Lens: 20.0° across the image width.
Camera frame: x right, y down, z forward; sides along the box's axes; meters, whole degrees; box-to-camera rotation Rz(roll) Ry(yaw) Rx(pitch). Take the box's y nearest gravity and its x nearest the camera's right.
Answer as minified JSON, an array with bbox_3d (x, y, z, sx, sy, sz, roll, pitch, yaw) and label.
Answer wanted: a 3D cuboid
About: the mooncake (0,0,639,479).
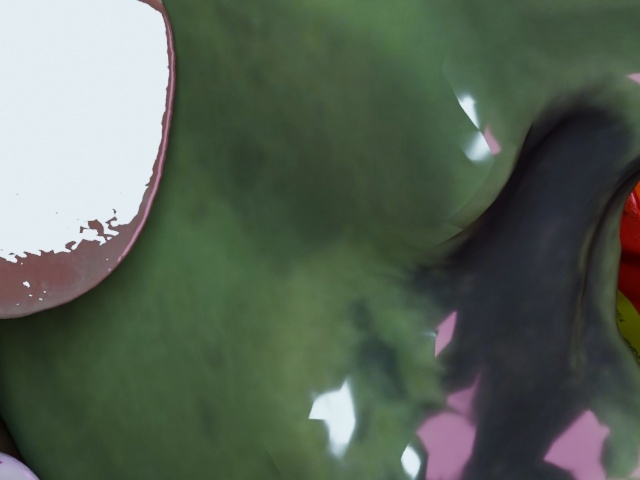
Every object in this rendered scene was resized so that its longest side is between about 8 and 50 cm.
[{"bbox_3d":[0.000,0.000,0.771,0.187,0.351,0.351,-18,111,-43],"label":"mooncake"}]

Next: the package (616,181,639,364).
[{"bbox_3d":[0.177,0.005,1.040,0.423,0.196,0.123,44,62,-35],"label":"package"}]

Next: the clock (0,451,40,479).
[{"bbox_3d":[-0.255,0.079,0.685,0.295,0.113,0.322,-31,117,-38],"label":"clock"}]

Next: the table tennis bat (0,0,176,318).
[{"bbox_3d":[-0.115,-0.088,0.665,0.131,0.022,0.234,8,89,-9],"label":"table tennis bat"}]
